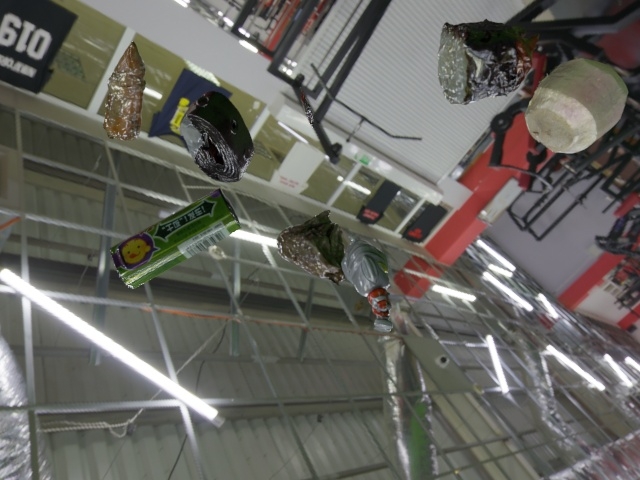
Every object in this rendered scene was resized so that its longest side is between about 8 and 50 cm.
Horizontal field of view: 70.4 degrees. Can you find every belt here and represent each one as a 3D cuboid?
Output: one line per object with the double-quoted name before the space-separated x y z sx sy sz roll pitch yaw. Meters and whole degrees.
"belt" -0.313 -0.324 1.409 0.184 0.164 0.289 13 149 18

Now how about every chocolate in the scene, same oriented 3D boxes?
"chocolate" -0.048 -0.492 1.697 0.182 0.028 0.086 59 -170 -72

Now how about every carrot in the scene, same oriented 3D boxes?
"carrot" -0.493 -0.382 1.159 0.101 0.263 0.102 18 -139 -16

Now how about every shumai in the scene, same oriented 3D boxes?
"shumai" -0.004 -0.002 1.286 0.184 0.185 0.218 34 170 -30

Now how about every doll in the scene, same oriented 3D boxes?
"doll" 0.085 0.070 0.776 0.094 0.079 0.180 70 -177 -68

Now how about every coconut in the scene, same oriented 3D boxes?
"coconut" 0.336 -0.182 0.596 0.110 0.124 0.110 45 169 12

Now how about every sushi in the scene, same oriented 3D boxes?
"sushi" 0.394 -0.443 1.135 0.181 0.197 0.343 4 -152 2

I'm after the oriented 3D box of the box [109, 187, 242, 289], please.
"box" -0.392 -0.007 1.254 0.134 0.345 0.097 57 174 27
